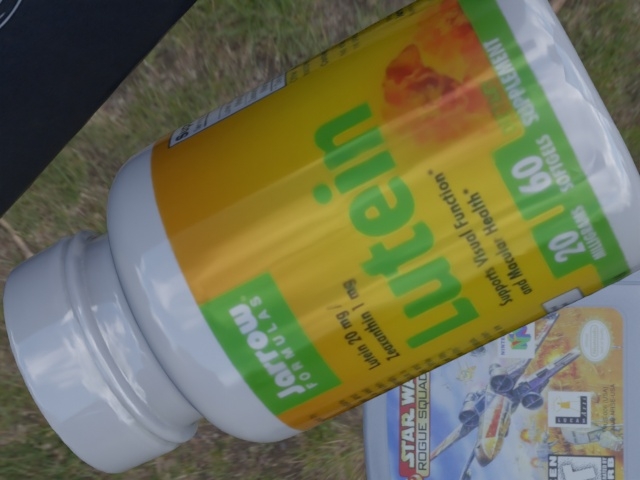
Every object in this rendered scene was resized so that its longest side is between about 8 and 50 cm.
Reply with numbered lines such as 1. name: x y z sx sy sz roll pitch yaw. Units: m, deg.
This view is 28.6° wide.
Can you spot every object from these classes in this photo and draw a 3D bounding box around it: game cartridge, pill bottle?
1. game cartridge: 0.129 0.116 0.877 0.198 0.062 0.297 0 87 6
2. pill bottle: 0.000 0.000 0.516 0.246 0.136 0.136 -27 81 10

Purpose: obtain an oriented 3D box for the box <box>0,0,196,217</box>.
1. box: -0.180 -0.194 0.465 0.395 0.293 0.212 -43 63 23
